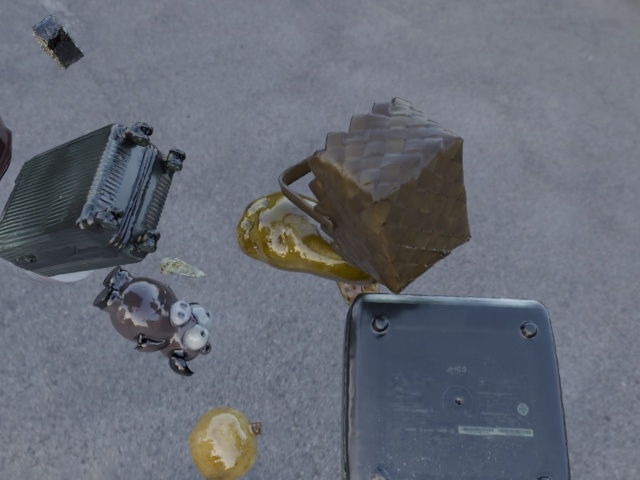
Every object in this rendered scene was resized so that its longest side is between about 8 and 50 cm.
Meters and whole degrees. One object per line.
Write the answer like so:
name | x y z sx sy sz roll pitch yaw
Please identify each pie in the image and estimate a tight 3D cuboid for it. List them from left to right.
pie | 0.151 0.165 2.178 0.195 0.195 0.046 40 18 22

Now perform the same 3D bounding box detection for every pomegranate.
pomegranate | -0.234 0.513 1.400 0.196 0.196 0.196 8 46 -8

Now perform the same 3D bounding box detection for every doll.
doll | -0.316 0.154 1.096 0.257 0.117 0.182 36 33 -24

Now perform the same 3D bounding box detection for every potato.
potato | 0.000 0.000 1.225 0.369 0.195 0.176 18 87 -7

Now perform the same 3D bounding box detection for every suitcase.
suitcase | -0.365 -0.054 0.863 0.312 0.128 0.202 -9 59 32

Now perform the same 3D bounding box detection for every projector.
projector | 0.237 0.323 1.060 0.395 0.242 0.405 2 68 0

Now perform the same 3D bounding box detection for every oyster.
oyster | -0.528 0.107 2.115 0.209 0.133 0.072 11 86 -30

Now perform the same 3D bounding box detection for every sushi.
sushi | -0.644 -0.483 1.354 0.078 0.150 0.090 -39 90 -10

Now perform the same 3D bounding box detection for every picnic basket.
picnic basket | 0.097 -0.102 1.007 0.254 0.291 0.321 -33 45 -16

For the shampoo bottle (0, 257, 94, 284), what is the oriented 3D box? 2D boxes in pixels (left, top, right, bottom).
shampoo bottle | -0.826 0.003 1.704 0.266 0.273 0.273 4 35 36

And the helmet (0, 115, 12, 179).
helmet | -0.229 -0.050 0.328 0.123 0.070 0.098 -8 62 19
